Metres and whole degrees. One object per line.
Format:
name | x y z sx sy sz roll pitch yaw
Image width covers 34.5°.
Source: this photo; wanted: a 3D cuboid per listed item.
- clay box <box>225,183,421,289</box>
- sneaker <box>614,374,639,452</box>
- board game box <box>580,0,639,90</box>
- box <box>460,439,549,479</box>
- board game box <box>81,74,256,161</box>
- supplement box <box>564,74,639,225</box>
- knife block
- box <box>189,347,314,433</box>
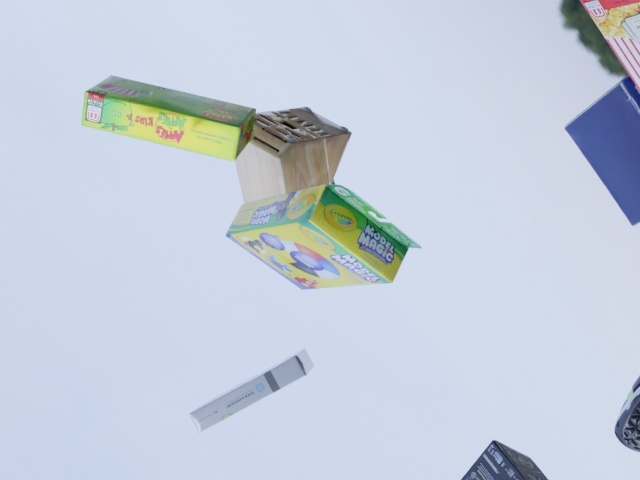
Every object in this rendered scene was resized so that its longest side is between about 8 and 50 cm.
clay box | 0.000 0.000 1.165 0.127 0.222 0.053 36 -111 -24
sneaker | 0.417 0.140 1.176 0.084 0.234 0.097 37 -177 -7
board game box | 0.401 -0.219 1.150 0.193 0.045 0.147 49 160 -21
box | 0.244 0.372 1.317 0.077 0.147 0.180 30 -169 -32
board game box | -0.174 -0.144 1.199 0.181 0.043 0.092 13 -158 3
supplement box | 0.590 -0.209 1.563 0.194 0.356 0.195 56 162 5
knife block | -0.060 -0.063 1.466 0.088 0.242 0.276 30 -158 19
box | -0.103 0.231 1.607 0.038 0.186 0.145 62 -178 4
